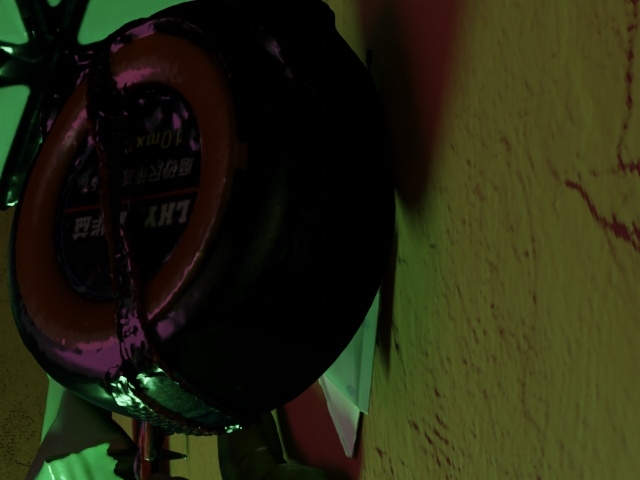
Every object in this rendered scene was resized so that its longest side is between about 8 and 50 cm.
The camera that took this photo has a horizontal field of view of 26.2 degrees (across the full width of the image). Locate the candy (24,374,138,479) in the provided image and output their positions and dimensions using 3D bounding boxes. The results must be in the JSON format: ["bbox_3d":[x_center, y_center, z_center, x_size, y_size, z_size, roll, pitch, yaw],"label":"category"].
[{"bbox_3d":[-0.282,0.290,1.690,0.398,0.172,0.263,-115,13,-68],"label":"candy"}]

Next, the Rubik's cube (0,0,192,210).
[{"bbox_3d":[-0.195,-0.213,1.000,0.283,0.293,0.288,-110,24,-45],"label":"Rubik's cube"}]

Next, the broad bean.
[{"bbox_3d":[-0.040,0.120,0.906,0.292,0.049,0.144,-110,24,-52],"label":"broad bean"}]

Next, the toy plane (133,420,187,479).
[{"bbox_3d":[-0.166,0.184,1.407,0.130,0.061,0.189,145,117,-73],"label":"toy plane"}]

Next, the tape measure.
[{"bbox_3d":[-0.061,-0.014,0.694,0.202,0.135,0.223,-9,65,39],"label":"tape measure"}]

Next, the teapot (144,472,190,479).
[{"bbox_3d":[-0.139,0.264,1.104,0.116,0.146,0.148,49,-176,-3],"label":"teapot"}]

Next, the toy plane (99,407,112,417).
[{"bbox_3d":[-0.280,0.113,1.826,0.192,0.088,0.262,141,116,-80],"label":"toy plane"}]

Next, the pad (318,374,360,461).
[{"bbox_3d":[0.000,0.000,0.818,0.232,0.004,0.156,-112,24,-54],"label":"pad"}]

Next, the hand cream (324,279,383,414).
[{"bbox_3d":[-0.006,0.028,0.751,0.142,0.053,0.084,-142,51,-59],"label":"hand cream"}]
